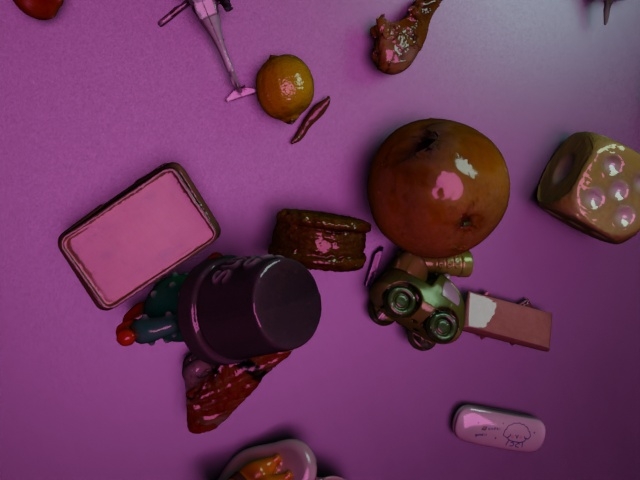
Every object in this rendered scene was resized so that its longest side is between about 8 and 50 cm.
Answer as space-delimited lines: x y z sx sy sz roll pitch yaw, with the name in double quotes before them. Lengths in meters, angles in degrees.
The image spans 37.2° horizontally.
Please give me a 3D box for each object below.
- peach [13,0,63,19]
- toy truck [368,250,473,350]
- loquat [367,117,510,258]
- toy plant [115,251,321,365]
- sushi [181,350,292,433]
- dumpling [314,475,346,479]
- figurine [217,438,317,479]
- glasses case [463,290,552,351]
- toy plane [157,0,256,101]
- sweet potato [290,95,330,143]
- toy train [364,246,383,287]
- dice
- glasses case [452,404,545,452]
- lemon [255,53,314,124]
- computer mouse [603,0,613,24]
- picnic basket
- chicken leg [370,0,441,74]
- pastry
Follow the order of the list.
"peach" -0.491 -0.436 1.642 0.100 0.101 0.101 -1 98 -10
"toy truck" 0.192 0.095 1.826 0.187 0.148 0.211 16 74 -9
"loquat" 0.217 -0.096 1.756 0.263 0.263 0.263 -1 98 -10
"toy plant" -0.177 0.113 1.646 0.185 0.400 0.279 48 55 -28
"sushi" -0.152 0.209 1.778 0.332 0.130 0.124 -46 122 3
"dumpling" -0.023 0.555 1.863 0.166 0.126 0.216 28 78 -36
"figurine" -0.137 0.460 1.771 0.250 0.141 0.166 -44 63 6
"glasses case" 0.364 0.156 1.905 0.193 0.070 0.103 15 67 -10
"toy plane" -0.201 -0.381 1.699 0.181 0.107 0.273 -4 103 -5
"sweet potato" -0.019 -0.226 1.794 0.026 0.026 0.115 37 95 -13
"toy train" 0.104 0.050 1.859 0.017 0.017 0.083 16 94 -5
"dice" 0.538 -0.101 1.842 0.169 0.166 0.169 28 92 -12
"glasses case" 0.364 0.383 1.936 0.197 0.049 0.076 13 95 -12
"lemon" -0.064 -0.277 1.736 0.109 0.109 0.133 -14 91 -8
"computer mouse" 0.582 -0.609 1.813 0.199 0.115 0.389 3 108 -21
"picnic basket" -0.324 -0.009 1.707 0.266 0.139 0.165 -35 102 -4
"chicken leg" 0.161 -0.404 1.779 0.101 0.085 0.207 36 81 -2
"pastry" 0.000 0.000 1.745 0.188 0.189 0.103 6 95 -11
